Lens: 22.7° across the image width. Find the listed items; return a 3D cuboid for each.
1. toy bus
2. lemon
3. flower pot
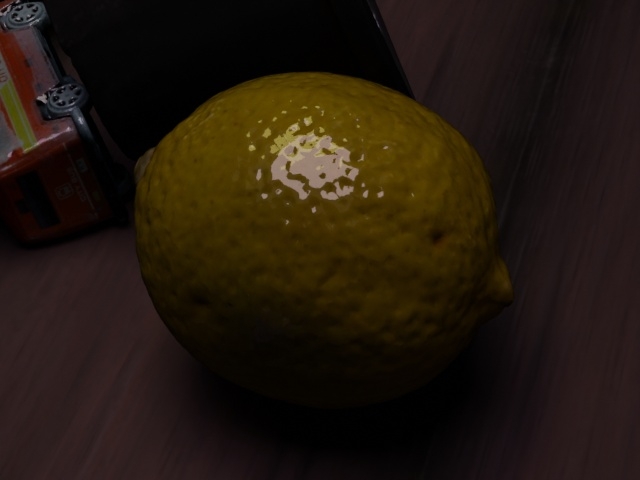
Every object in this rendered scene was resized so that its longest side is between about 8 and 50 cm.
[{"bbox_3d":[-0.261,-0.113,1.418,0.120,0.121,0.265,-25,44,-7],"label":"toy bus"},{"bbox_3d":[0.000,-0.001,1.159,0.267,0.267,0.267,-4,42,3],"label":"lemon"},{"bbox_3d":[-0.087,-0.205,1.354,0.251,0.379,0.379,-23,42,4],"label":"flower pot"}]
